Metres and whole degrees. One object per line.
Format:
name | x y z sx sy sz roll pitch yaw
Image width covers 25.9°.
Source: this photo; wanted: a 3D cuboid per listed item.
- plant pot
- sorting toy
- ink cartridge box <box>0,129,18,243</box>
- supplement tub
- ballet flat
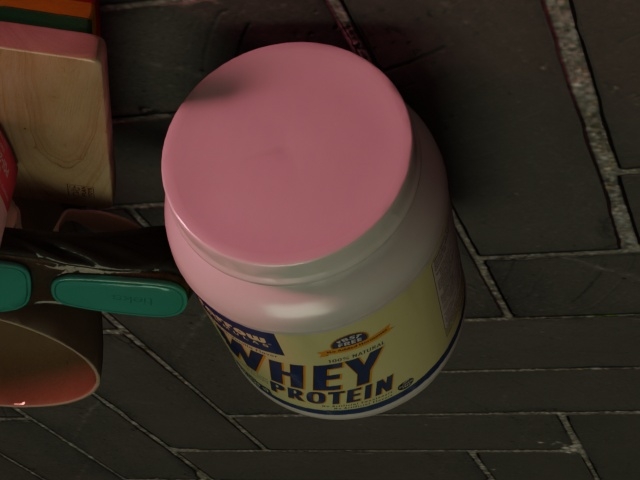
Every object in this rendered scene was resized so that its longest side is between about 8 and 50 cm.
plant pot | -0.348 0.034 1.417 0.284 0.191 0.284 6 154 3
sorting toy | -0.297 -0.137 1.162 0.255 0.089 0.257 8 155 -3
ink cartridge box | -0.348 0.008 1.117 0.158 0.218 0.092 5 155 3
supplement tub | 0.000 0.000 1.207 0.235 0.235 0.325 1 154 11
ballet flat | -0.251 0.017 1.246 0.280 0.096 0.095 5 143 -16
